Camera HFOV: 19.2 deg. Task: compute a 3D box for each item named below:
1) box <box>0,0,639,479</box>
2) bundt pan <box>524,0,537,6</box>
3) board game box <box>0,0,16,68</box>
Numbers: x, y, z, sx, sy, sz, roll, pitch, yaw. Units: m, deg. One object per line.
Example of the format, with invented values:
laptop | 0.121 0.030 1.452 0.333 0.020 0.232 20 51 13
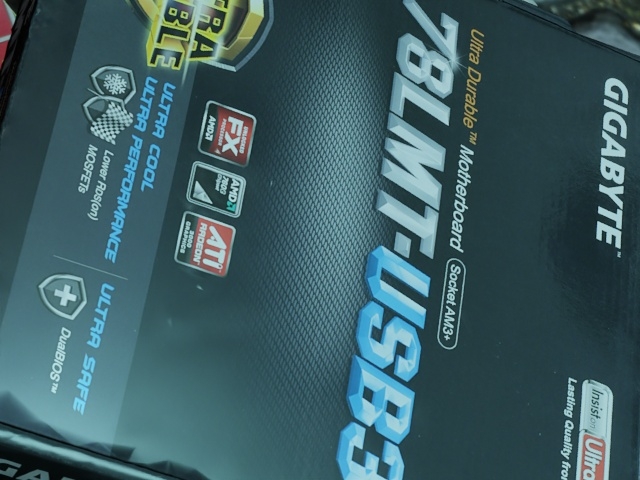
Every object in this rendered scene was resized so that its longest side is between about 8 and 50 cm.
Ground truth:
box | 0.000 0.000 0.796 0.293 0.073 0.295 20 57 -16
bundt pan | 0.012 0.006 1.069 0.331 0.124 0.330 0 82 -2
board game box | -0.294 -0.071 1.113 0.259 0.039 0.124 -34 59 -12
